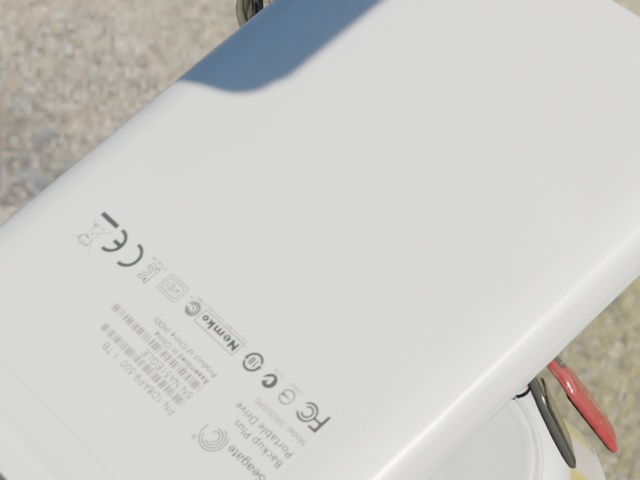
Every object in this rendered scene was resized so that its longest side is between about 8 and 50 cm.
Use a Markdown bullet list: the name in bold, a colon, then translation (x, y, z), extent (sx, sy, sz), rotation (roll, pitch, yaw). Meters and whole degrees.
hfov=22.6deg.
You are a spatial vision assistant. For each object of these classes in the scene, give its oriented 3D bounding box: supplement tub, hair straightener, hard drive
- **supplement tub**: translation (0.184, 0.279, 1.833), extent (0.241, 0.331, 0.241), rotation (-7, 71, 20)
- **hair straightener**: translation (0.174, 0.127, 1.387), extent (0.089, 0.230, 0.047), rotation (-27, 41, 17)
- **hard drive**: translation (0.000, 0.000, 0.735), extent (0.353, 0.047, 0.233), rotation (-42, 58, -14)

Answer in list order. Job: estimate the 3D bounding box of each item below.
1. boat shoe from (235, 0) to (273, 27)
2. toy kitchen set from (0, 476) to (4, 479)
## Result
- **boat shoe**: translation (-0.012, -0.105, 1.032), extent (0.056, 0.049, 0.152), rotation (-28, 82, -11)
- **toy kitchen set**: translation (-0.259, 0.324, 1.533), extent (0.122, 0.166, 0.207), rotation (-16, 13, -26)
